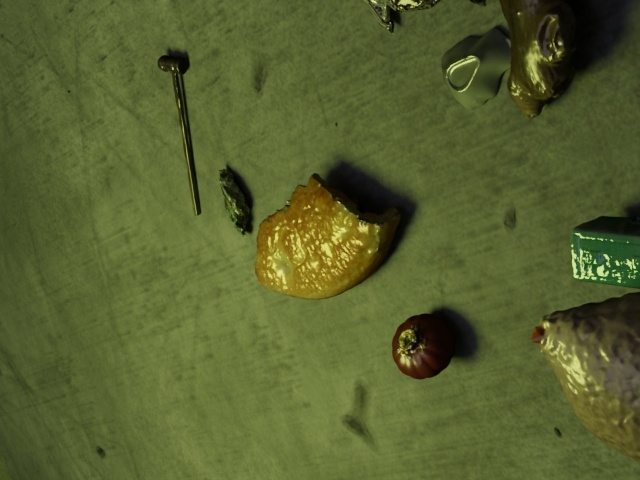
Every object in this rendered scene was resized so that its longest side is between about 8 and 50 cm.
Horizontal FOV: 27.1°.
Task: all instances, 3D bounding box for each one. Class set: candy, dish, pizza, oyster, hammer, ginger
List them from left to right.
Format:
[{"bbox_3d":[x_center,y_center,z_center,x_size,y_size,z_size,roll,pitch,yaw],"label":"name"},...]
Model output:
[{"bbox_3d":[-0.239,-0.180,2.326,0.058,0.029,0.292,17,121,45],"label":"hammer"},{"bbox_3d":[-0.146,-0.060,2.279,0.100,0.037,0.098,83,162,-49],"label":"oyster"},{"bbox_3d":[0.000,0.000,2.103,0.365,0.074,0.182,-36,82,51],"label":"pizza"},{"bbox_3d":[0.137,-0.336,1.805,0.226,0.051,0.094,-3,108,49],"label":"candy"},{"bbox_3d":[0.204,-0.232,1.786,0.137,0.039,0.091,-37,79,51],"label":"dish"},{"bbox_3d":[0.264,-0.300,1.644,0.166,0.080,0.333,32,136,56],"label":"ginger"}]

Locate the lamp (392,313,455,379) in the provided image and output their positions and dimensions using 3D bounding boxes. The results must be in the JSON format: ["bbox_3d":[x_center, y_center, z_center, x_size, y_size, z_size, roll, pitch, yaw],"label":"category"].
[{"bbox_3d":[0.155,0.159,1.992,0.101,0.090,0.101,-15,64,34],"label":"lamp"}]

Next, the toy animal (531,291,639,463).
[{"bbox_3d":[0.421,0.179,1.579,0.358,0.188,0.226,19,130,10],"label":"toy animal"}]

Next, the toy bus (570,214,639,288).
[{"bbox_3d":[0.431,0.022,1.604,0.262,0.109,0.091,6,106,46],"label":"toy bus"}]
